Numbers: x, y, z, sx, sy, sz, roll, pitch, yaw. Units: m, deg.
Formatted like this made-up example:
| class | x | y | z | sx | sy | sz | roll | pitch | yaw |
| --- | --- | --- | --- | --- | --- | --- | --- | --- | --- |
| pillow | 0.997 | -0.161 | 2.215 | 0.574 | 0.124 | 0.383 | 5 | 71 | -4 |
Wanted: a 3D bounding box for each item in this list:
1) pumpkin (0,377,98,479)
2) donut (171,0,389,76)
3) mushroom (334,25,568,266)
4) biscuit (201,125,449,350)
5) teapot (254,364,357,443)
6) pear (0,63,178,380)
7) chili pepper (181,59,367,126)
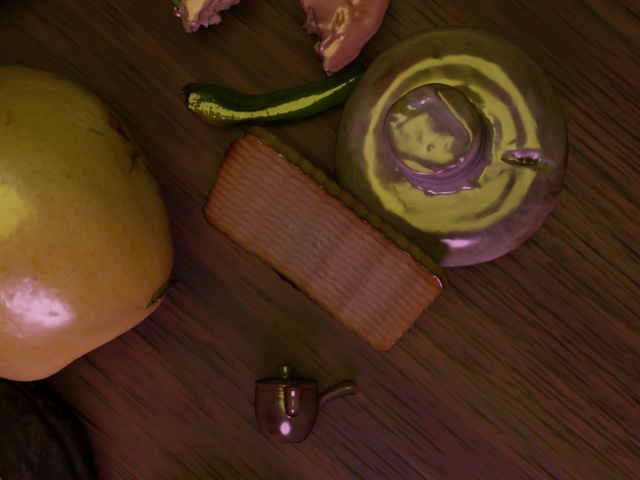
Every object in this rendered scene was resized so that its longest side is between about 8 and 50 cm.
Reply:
| class | x | y | z | sx | sy | sz | roll | pitch | yaw |
| --- | --- | --- | --- | --- | --- | --- | --- | --- | --- |
| pumpkin | -0.360 | 0.257 | 1.228 | 0.303 | 0.225 | 0.256 | 43 | 96 | -3 |
| donut | -0.035 | -0.282 | 1.273 | 0.233 | 0.085 | 0.199 | 20 | 84 | 8 |
| mushroom | 0.128 | -0.093 | 1.198 | 0.243 | 0.243 | 0.243 | 0 | 89 | 3 |
| biscuit | 0.000 | 0.000 | 1.244 | 0.254 | 0.172 | 0.029 | 37 | 55 | 2 |
| teapot | -0.012 | 0.170 | 1.276 | 0.110 | 0.085 | 0.080 | 0 | 90 | -17 |
| pear | -0.296 | -0.013 | 1.186 | 0.309 | 0.309 | 0.309 | 0 | 89 | 3 |
| chili pepper | -0.044 | -0.150 | 1.296 | 0.202 | 0.050 | 0.052 | -9 | 50 | -1 |
